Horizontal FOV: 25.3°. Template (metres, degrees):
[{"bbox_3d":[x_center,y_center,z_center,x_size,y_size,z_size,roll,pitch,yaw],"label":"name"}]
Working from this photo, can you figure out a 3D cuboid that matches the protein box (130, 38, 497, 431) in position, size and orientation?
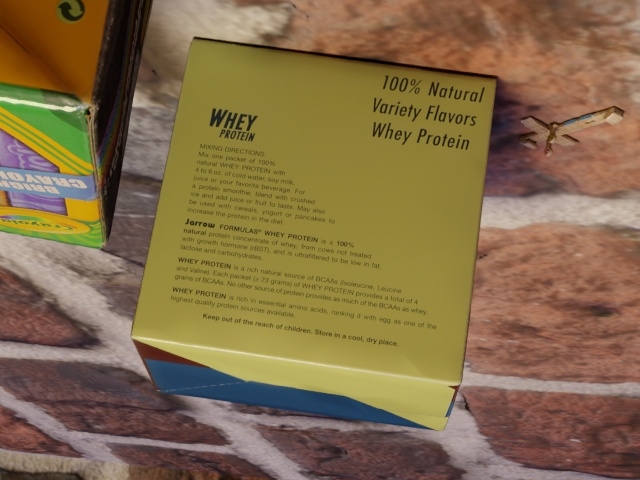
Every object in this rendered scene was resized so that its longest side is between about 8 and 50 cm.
[{"bbox_3d":[0.000,0.000,0.924,0.200,0.201,0.136,8,161,3],"label":"protein box"}]

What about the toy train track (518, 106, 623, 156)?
[{"bbox_3d":[0.164,-0.070,0.938,0.048,0.014,0.083,22,156,-34],"label":"toy train track"}]

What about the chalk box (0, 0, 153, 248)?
[{"bbox_3d":[-0.180,-0.110,0.712,0.179,0.180,0.289,10,164,-6],"label":"chalk box"}]
